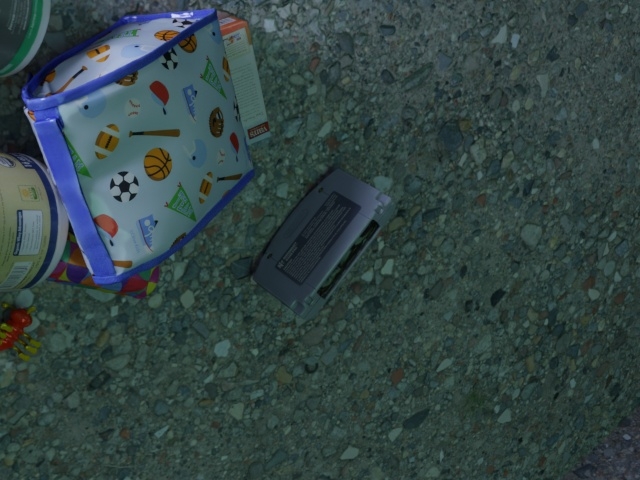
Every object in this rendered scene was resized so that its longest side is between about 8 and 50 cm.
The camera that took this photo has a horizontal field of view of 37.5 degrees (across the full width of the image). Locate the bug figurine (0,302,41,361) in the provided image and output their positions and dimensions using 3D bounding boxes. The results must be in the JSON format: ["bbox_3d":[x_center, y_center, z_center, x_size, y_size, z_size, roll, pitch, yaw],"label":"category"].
[{"bbox_3d":[-0.631,0.149,1.614,0.216,0.072,0.279,-50,131,-5],"label":"bug figurine"}]

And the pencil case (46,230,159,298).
[{"bbox_3d":[-0.408,0.041,1.714,0.236,0.104,0.104,17,100,-42],"label":"pencil case"}]

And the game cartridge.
[{"bbox_3d":[0.000,0.000,1.921,0.297,0.198,0.062,-52,130,-4],"label":"game cartridge"}]

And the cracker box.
[{"bbox_3d":[-0.193,-0.277,1.742,0.156,0.067,0.232,-25,122,-24],"label":"cracker box"}]

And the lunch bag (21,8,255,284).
[{"bbox_3d":[-0.304,-0.159,1.523,0.385,0.239,0.328,-57,140,-51],"label":"lunch bag"}]

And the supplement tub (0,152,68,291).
[{"bbox_3d":[-0.571,-0.028,1.425,0.316,0.228,0.228,-1,112,-56],"label":"supplement tub"}]

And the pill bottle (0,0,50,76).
[{"bbox_3d":[-0.572,-0.348,1.285,0.361,0.204,0.204,1,110,-55],"label":"pill bottle"}]
